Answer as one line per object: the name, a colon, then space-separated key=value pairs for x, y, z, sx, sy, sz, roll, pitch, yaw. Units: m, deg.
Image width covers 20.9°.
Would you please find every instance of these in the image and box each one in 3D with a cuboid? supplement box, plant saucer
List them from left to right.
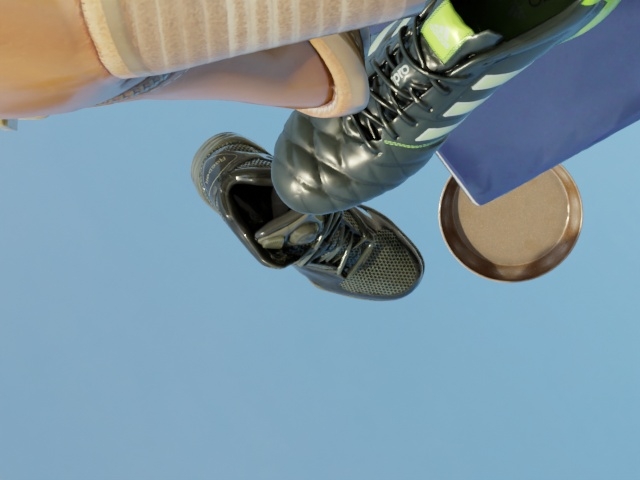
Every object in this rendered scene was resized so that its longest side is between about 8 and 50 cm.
plant saucer: x=0.224 y=-0.034 z=2.041 sx=0.168 sy=0.168 sz=0.029 roll=36 pitch=-162 yaw=-4
supplement box: x=0.123 y=-0.217 z=1.063 sx=0.195 sy=0.194 sz=0.356 roll=52 pitch=-159 yaw=-22

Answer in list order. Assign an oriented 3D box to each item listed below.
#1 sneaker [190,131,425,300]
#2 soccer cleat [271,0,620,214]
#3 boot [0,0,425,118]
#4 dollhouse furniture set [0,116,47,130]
sneaker: x=0.000 y=0.000 z=1.447 sx=0.227 sy=0.087 sz=0.130 roll=34 pitch=-170 yaw=-24
soccer cleat: x=0.046 y=-0.074 z=0.705 sx=0.060 sy=0.179 sz=0.072 roll=57 pitch=-165 yaw=12
boot: x=-0.094 y=-0.071 z=0.489 sx=0.220 sy=0.109 sz=0.283 roll=-7 pitch=-170 yaw=-3
dollhouse furniture set: x=-0.219 y=-0.207 z=1.336 sx=0.161 sy=0.242 sz=0.212 roll=0 pitch=-179 yaw=-4
